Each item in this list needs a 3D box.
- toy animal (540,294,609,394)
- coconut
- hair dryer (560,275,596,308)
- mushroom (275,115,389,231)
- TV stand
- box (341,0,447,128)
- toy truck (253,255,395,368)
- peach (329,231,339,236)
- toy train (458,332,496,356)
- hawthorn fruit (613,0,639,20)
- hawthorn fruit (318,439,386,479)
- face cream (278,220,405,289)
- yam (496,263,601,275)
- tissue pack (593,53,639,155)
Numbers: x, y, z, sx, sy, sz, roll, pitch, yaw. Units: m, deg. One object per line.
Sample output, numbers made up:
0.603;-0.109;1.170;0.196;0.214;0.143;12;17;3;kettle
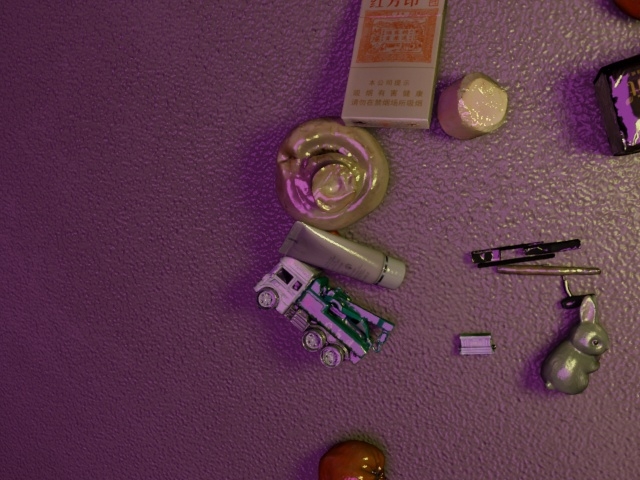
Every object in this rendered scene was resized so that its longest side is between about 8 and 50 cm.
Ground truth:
0.603;0.252;1.342;0.108;0.138;0.236;40;121;39;toy animal
0.348;-0.309;1.348;0.147;0.153;0.146;0;90;-12;coconut
0.606;0.118;1.383;0.079;0.031;0.083;-19;83;10;hair dryer
0.023;-0.163;1.390;0.293;0.290;0.292;0;95;1;mushroom
0.495;0.029;1.400;0.250;0.036;0.042;-9;93;19;TV stand
0.179;-0.440;1.367;0.205;0.051;0.364;5;75;18;box
0.005;0.187;1.527;0.364;0.176;0.177;37;98;10;toy truck
0.001;0.001;1.534;0.101;0.101;0.100;3;98;19;peach
0.395;0.263;1.466;0.093;0.038;0.056;-5;89;20;toy train
0.650;-0.586;1.211;0.285;0.165;0.165;46;109;14;hawthorn fruit
0.084;0.624;1.551;0.189;0.189;0.189;3;98;19;hawthorn fruit
0.060;0.044;1.458;0.315;0.089;0.143;18;142;-13;face cream
0.546;0.070;1.393;0.235;0.027;0.029;0;93;18;yam
0.777;-0.312;1.173;0.370;0.210;0.198;-14;87;21;tissue pack
